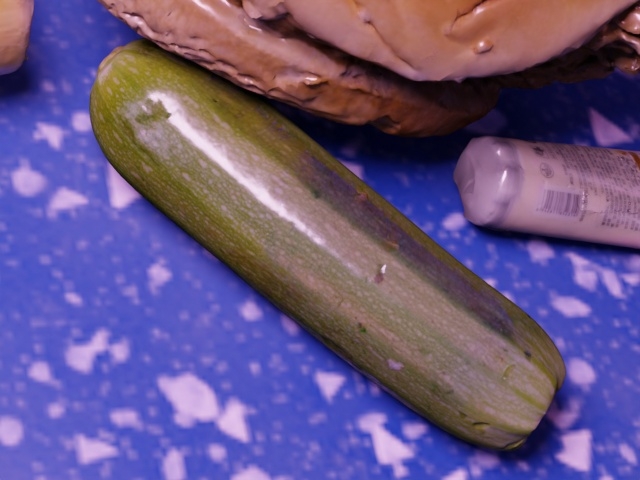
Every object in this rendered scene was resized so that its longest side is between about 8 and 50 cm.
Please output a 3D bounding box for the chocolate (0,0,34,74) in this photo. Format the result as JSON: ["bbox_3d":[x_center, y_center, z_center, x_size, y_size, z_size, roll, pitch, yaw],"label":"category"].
[{"bbox_3d":[-0.222,-0.081,0.738,0.219,0.085,0.085,-15,67,-23],"label":"chocolate"}]

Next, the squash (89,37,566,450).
[{"bbox_3d":[0.000,0.000,0.782,0.229,0.066,0.066,38,55,3],"label":"squash"}]

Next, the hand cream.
[{"bbox_3d":[0.124,-0.021,0.864,0.143,0.039,0.061,7,51,-27],"label":"hand cream"}]

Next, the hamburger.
[{"bbox_3d":[0.016,-0.150,0.808,0.286,0.146,0.243,46,42,8],"label":"hamburger"}]
